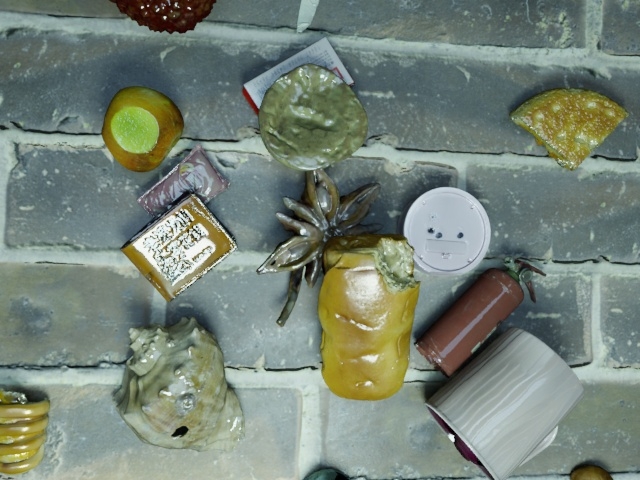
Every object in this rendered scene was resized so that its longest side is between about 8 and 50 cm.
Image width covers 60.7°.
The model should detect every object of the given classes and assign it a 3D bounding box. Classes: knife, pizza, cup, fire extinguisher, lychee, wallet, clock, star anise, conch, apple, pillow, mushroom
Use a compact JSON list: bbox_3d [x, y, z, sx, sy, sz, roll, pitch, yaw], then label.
[{"bbox_3d":[-0.006,-0.604,1.237,0.047,0.017,0.298,16,89,-4],"label":"knife"},{"bbox_3d":[0.578,-0.258,1.273,0.292,0.058,0.197,-5,89,-6],"label":"pizza"},{"bbox_3d":[0.400,0.366,1.145,0.273,0.208,0.288,-41,91,-9],"label":"cup"},{"bbox_3d":[0.370,0.162,1.210,0.337,0.106,0.147,-43,118,-7],"label":"fire extinguisher"},{"bbox_3d":[-0.316,-0.561,1.077,0.264,0.264,0.300,-8,71,-7],"label":"lychee"},{"bbox_3d":[-0.291,0.011,1.137,0.195,0.042,0.161,-40,110,-8],"label":"wallet"},{"bbox_3d":[0.273,-0.018,1.217,0.196,0.068,0.197,0,88,-7],"label":"clock"},{"bbox_3d":[0.002,0.000,1.163,0.292,0.109,0.350,-3,90,-13],"label":"star anise"},{"bbox_3d":[-0.291,0.313,1.086,0.263,0.186,0.324,-35,89,14],"label":"conch"},{"bbox_3d":[-0.364,-0.230,1.109,0.147,0.146,0.163,34,99,-12],"label":"apple"},{"bbox_3d":[-0.290,-0.105,1.165,0.185,0.043,0.118,-41,99,-4],"label":"pillow"},{"bbox_3d":[0.633,0.564,1.233,0.129,0.073,0.088,42,53,-6],"label":"mushroom"}]

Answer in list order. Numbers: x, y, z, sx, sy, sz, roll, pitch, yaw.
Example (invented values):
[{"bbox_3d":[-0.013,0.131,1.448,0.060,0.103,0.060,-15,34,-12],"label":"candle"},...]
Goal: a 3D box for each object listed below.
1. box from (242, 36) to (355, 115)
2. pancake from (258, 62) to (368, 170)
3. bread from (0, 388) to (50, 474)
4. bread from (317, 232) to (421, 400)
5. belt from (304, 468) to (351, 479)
[{"bbox_3d":[-0.046,-0.342,1.203,0.229,0.050,0.123,-34,93,-8],"label":"box"},{"bbox_3d":[-0.013,-0.252,1.146,0.241,0.050,0.242,2,78,-7],"label":"pancake"},{"bbox_3d":[-0.605,0.378,1.083,0.119,0.084,0.177,3,91,-6],"label":"bread"},{"bbox_3d":[0.091,0.156,1.082,0.195,0.149,0.344,-3,118,-5],"label":"bread"},{"bbox_3d":[0.019,0.586,1.152,0.151,0.078,0.198,-13,91,-3],"label":"belt"}]
